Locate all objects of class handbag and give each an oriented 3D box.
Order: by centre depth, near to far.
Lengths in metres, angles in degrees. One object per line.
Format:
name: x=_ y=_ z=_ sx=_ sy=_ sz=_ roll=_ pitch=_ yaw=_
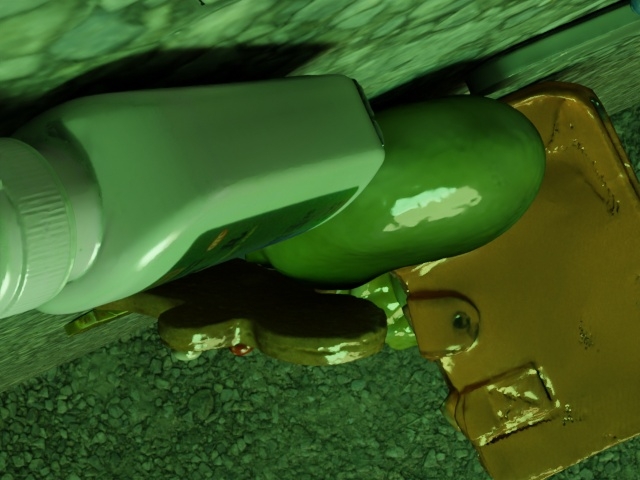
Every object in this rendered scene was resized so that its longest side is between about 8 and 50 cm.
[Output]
handbag: x=0.237 y=0.049 z=1.067 sx=0.303 sy=0.410 sz=0.116 roll=-25 pitch=-175 yaw=0

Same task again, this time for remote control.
remote control: x=0.229 y=-0.170 z=0.757 sx=0.245 sy=0.022 sz=0.077 roll=-23 pitch=180 yaw=-9

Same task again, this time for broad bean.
broad bean: x=0.055 y=-0.035 z=0.777 sx=0.238 sy=0.119 sz=0.291 roll=-3 pitch=166 yaw=-33

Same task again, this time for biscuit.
biscuit: x=-0.077 y=0.064 z=0.874 sx=0.324 sy=0.049 sz=0.205 roll=9 pitch=-161 yaw=37

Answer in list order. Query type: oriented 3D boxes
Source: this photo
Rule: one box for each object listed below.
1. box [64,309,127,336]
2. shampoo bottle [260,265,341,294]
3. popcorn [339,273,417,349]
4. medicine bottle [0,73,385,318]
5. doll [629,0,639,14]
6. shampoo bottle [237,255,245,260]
box: x=-0.315 y=0.109 z=1.467 sx=0.089 sy=0.022 sz=0.156 roll=-27 pitch=176 yaw=39
shampoo bottle: x=0.000 y=0.000 z=1.023 sx=0.078 sy=0.127 sz=0.257 roll=-9 pitch=164 yaw=-35
popcorn: x=0.138 y=0.055 z=1.648 sx=0.334 sy=0.292 sz=0.293 roll=-16 pitch=178 yaw=-36
medicine bottle: x=-0.069 y=-0.022 z=0.404 sx=0.115 sy=0.078 sz=0.219 roll=-24 pitch=178 yaw=34
doll: x=0.269 y=-0.174 z=0.620 sx=0.110 sy=0.067 sz=0.206 roll=-15 pitch=-173 yaw=-8
shampoo bottle: x=-0.113 y=0.028 z=1.131 sx=0.072 sy=0.072 sz=0.214 roll=-24 pitch=177 yaw=-14
